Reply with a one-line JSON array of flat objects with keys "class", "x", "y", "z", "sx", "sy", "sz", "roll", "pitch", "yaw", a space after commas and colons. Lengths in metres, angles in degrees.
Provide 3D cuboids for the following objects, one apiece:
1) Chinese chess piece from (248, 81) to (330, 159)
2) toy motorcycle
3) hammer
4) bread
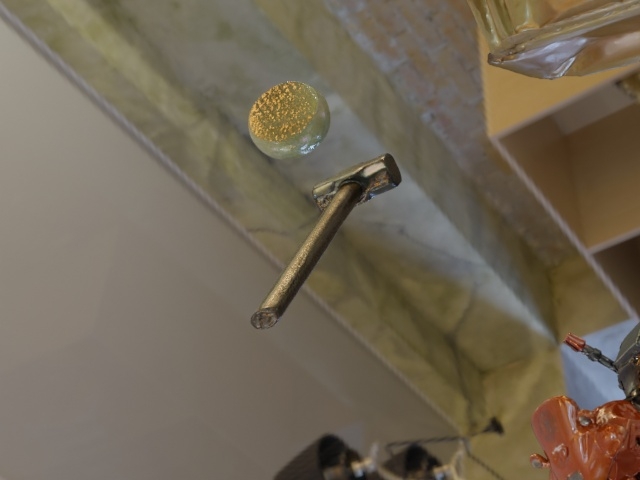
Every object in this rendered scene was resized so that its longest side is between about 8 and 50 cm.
[{"class": "Chinese chess piece", "x": -0.053, "y": -0.206, "z": 1.802, "sx": 0.058, "sy": 0.144, "sz": 0.144, "roll": 55, "pitch": -156, "yaw": -53}, {"class": "toy motorcycle", "x": 0.372, "y": 0.216, "z": 1.246, "sx": 0.221, "sy": 0.147, "sz": 0.325, "roll": 33, "pitch": -132, "yaw": 3}, {"class": "hammer", "x": 0.000, "y": 0.000, "z": 1.173, "sx": 0.043, "sy": 0.111, "sz": 0.365, "roll": 60, "pitch": -152, "yaw": -15}, {"class": "bread", "x": 0.214, "y": -0.178, "z": 0.634, "sx": 0.136, "sy": 0.241, "sz": 0.106, "roll": -3, "pitch": -99, "yaw": -51}]
